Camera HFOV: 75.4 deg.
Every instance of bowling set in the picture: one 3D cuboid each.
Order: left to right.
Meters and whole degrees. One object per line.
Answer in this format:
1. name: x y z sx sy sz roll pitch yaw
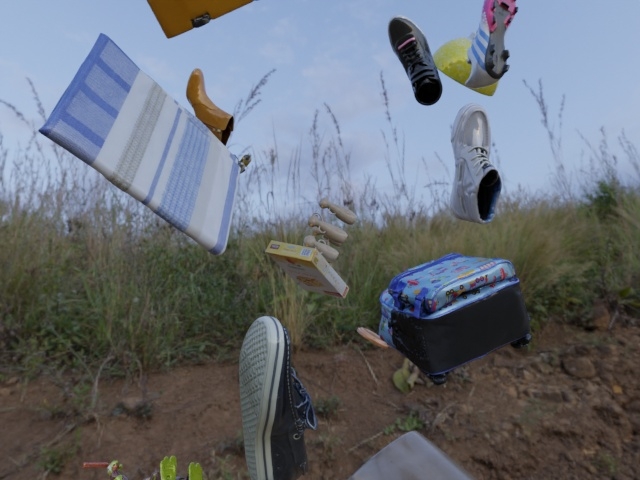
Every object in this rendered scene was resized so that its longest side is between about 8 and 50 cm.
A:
1. bowling set: 0.000 0.000 1.513 0.154 0.287 0.200 30 -49 1

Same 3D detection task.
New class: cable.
1. cable: -0.321 -0.251 1.521 0.139 0.072 0.287 -35 2 -12

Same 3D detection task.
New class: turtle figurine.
1. turtle figurine: -0.386 0.553 0.930 0.217 0.087 0.269 -35 -66 26

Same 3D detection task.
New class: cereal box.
1. cereal box: -0.035 0.091 1.245 0.173 0.047 0.240 9 -29 36

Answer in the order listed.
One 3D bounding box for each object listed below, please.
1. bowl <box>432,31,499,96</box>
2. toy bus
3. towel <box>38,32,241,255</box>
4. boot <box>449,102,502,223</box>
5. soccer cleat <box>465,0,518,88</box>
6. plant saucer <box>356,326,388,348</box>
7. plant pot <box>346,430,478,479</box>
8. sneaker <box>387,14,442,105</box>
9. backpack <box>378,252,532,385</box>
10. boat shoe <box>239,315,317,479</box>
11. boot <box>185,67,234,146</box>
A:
1. bowl: 0.587 -0.701 1.597 0.289 0.290 0.156 5 -48 -29
2. toy bus: -0.286 -0.659 1.104 0.332 0.130 0.108 -28 -54 -5
3. towel: -0.223 -0.124 0.590 0.034 0.209 0.285 -20 -40 25
4. boot: 0.345 -0.164 0.889 0.095 0.259 0.123 -4 13 -9
5. soccer cleat: 0.517 -0.636 1.292 0.116 0.332 0.143 15 -9 -22
6. plant saucer: 0.126 0.231 0.990 0.083 0.013 0.083 29 0 0
7. plant pot: 0.179 0.495 0.683 0.323 0.280 0.323 -26 -35 -21
8. sneaker: 0.298 -0.545 1.267 0.104 0.147 0.296 -25 -65 24
9. backpack: 0.152 0.085 0.538 0.158 0.117 0.173 -17 9 -16
10. boat shoe: -0.094 0.384 0.959 0.155 0.187 0.501 -9 -64 -22
11. boot: -0.448 -0.544 1.715 0.211 0.295 0.104 18 19 20
